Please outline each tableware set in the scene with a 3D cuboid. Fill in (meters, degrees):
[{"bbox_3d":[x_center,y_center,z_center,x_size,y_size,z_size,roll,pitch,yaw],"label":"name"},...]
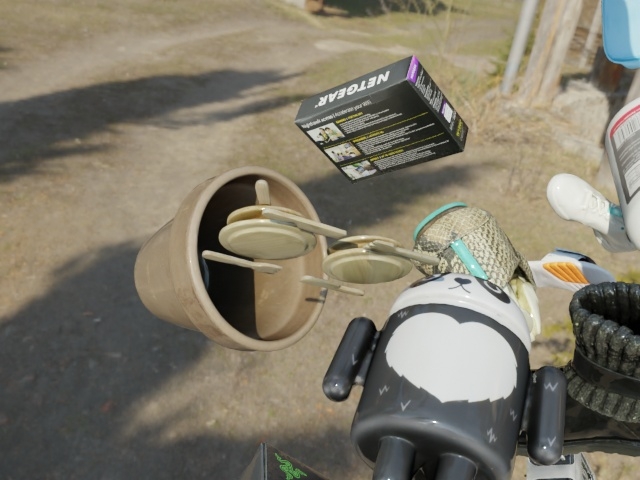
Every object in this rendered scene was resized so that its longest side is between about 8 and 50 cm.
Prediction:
[{"bbox_3d":[0.000,0.000,0.638,0.194,0.128,0.039,16,63,-30],"label":"tableware set"}]

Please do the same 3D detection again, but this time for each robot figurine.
[{"bbox_3d":[0.132,0.163,0.744,0.209,0.173,0.278,38,50,-17],"label":"robot figurine"}]

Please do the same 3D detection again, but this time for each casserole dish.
[{"bbox_3d":[0.573,-0.413,1.273,0.114,0.188,0.037,-6,10,5],"label":"casserole dish"}]

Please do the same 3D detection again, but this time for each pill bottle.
[{"bbox_3d":[0.556,-0.077,1.070,0.176,0.176,0.319,10,46,1],"label":"pill bottle"}]

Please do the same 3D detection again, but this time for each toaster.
[{"bbox_3d":[0.498,0.526,1.416,0.110,0.186,0.168,-16,30,29],"label":"toaster"}]

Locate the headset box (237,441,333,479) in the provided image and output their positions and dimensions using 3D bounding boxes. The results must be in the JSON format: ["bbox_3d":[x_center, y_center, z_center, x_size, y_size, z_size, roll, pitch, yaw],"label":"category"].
[{"bbox_3d":[0.014,0.351,0.646,0.283,0.131,0.246,32,8,-10],"label":"headset box"}]

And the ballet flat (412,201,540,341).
[{"bbox_3d":[0.266,0.085,1.075,0.182,0.164,0.483,58,11,23],"label":"ballet flat"}]

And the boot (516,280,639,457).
[{"bbox_3d":[0.348,0.179,0.949,0.347,0.260,0.131,-6,44,23],"label":"boot"}]

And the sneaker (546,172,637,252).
[{"bbox_3d":[0.488,-0.049,1.189,0.212,0.080,0.094,32,-8,-19],"label":"sneaker"}]

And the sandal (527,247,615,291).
[{"bbox_3d":[0.535,0.056,1.560,0.265,0.102,0.076,2,50,47],"label":"sandal"}]

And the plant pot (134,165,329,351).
[{"bbox_3d":[-0.153,0.042,1.024,0.229,0.263,0.263,-14,7,41],"label":"plant pot"}]

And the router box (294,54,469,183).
[{"bbox_3d":[0.076,-0.146,0.874,0.178,0.133,0.046,-13,48,39],"label":"router box"}]
